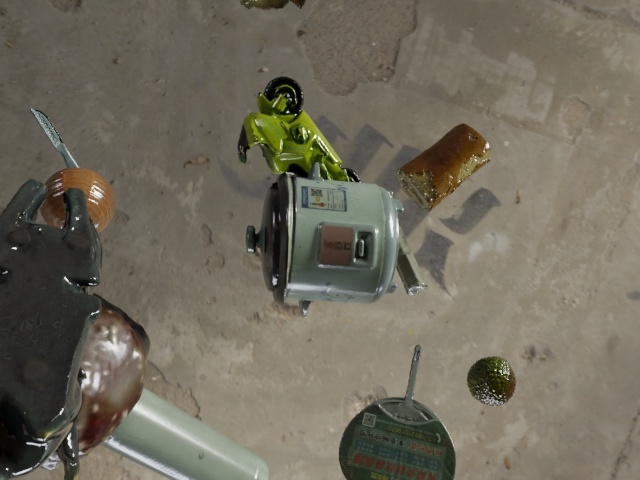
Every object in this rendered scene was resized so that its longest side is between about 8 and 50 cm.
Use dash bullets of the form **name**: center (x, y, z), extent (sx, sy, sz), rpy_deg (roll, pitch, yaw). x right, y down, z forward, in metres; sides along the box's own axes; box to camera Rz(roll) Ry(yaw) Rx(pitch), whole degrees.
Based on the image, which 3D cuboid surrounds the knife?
- **knife**: center (-0.609, -0.218, 1.379), extent (0.028, 0.015, 0.210), rpy_deg (-33, 105, -22)

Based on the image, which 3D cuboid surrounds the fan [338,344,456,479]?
- **fan**: center (0.136, 0.372, 1.151), extent (0.223, 0.012, 0.294), rpy_deg (-14, 72, -5)

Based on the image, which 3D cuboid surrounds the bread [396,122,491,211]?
- **bread**: center (0.108, -0.064, 0.516), extent (0.083, 0.036, 0.047), rpy_deg (-37, 68, -17)

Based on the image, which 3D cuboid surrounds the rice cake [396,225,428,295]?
- **rice cake**: center (0.224, 0.051, 1.586), extent (0.057, 0.256, 0.052), rpy_deg (-41, 127, 20)

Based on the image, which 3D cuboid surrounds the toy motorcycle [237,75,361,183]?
- **toy motorcycle**: center (-0.057, -0.183, 1.330), extent (0.206, 0.142, 0.342), rpy_deg (-35, 102, 3)

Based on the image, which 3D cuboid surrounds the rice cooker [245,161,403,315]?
- **rice cooker**: center (0.000, 0.000, 1.169), extent (0.317, 0.264, 0.316), rpy_deg (-1, 98, -8)

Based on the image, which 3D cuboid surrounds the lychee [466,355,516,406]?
- **lychee**: center (0.399, 0.325, 1.372), extent (0.114, 0.114, 0.146), rpy_deg (-25, 143, -6)

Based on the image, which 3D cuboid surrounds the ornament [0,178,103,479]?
- **ornament**: center (-0.191, 0.109, 0.388), extent (0.080, 0.202, 0.236), rpy_deg (9, 130, -21)

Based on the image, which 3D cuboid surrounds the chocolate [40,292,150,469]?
- **chocolate**: center (-0.405, 0.182, 0.762), extent (0.340, 0.210, 0.225), rpy_deg (17, 118, -17)

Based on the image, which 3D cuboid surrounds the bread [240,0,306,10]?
- **bread**: center (-0.066, -0.561, 1.125), extent (0.174, 0.133, 0.251), rpy_deg (-1, 102, 19)

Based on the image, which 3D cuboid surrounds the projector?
- **projector**: center (-0.232, 0.353, 0.996), extent (0.108, 0.108, 0.337), rpy_deg (-45, 122, 2)

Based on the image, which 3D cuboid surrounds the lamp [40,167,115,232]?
- **lamp**: center (-0.457, -0.070, 1.111), extent (0.136, 0.136, 0.136), rpy_deg (-4, 106, -13)
